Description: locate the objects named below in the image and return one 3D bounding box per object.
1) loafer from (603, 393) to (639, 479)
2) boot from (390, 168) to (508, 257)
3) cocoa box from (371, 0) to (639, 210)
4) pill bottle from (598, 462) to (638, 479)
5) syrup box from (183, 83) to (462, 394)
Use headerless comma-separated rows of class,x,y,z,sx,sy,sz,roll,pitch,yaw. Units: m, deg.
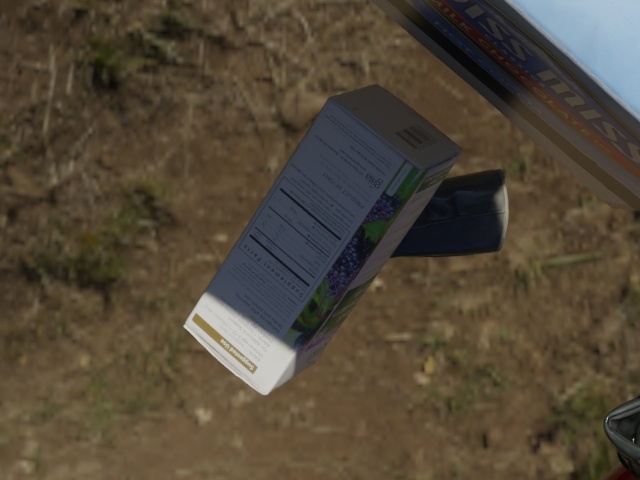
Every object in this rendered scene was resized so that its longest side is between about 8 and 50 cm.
loafer,0.262,0.111,0.900,0.223,0.076,0.078,-8,154,41
boot,0.103,-0.051,1.763,0.208,0.076,0.190,-7,128,-8
cocoa box,0.118,-0.203,0.772,0.347,0.228,0.231,41,88,-7
pill bottle,0.322,0.311,1.473,0.407,0.229,0.229,-34,140,-21
syrup box,0.000,0.000,1.276,0.096,0.093,0.237,39,115,13
